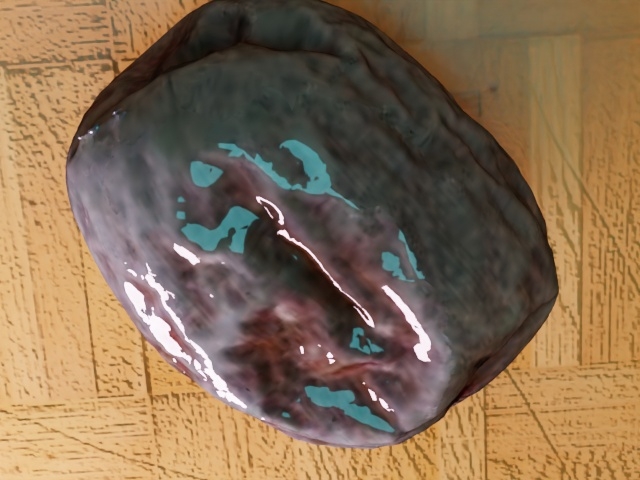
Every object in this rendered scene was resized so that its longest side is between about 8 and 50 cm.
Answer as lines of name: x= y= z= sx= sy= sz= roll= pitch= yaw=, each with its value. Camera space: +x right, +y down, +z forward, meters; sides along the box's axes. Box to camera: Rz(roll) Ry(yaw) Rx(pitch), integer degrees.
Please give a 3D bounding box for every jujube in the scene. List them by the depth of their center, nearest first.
jujube: x=0.003 y=-0.006 z=0.857 sx=0.246 sy=0.215 sz=0.308 roll=-31 pitch=112 yaw=19
